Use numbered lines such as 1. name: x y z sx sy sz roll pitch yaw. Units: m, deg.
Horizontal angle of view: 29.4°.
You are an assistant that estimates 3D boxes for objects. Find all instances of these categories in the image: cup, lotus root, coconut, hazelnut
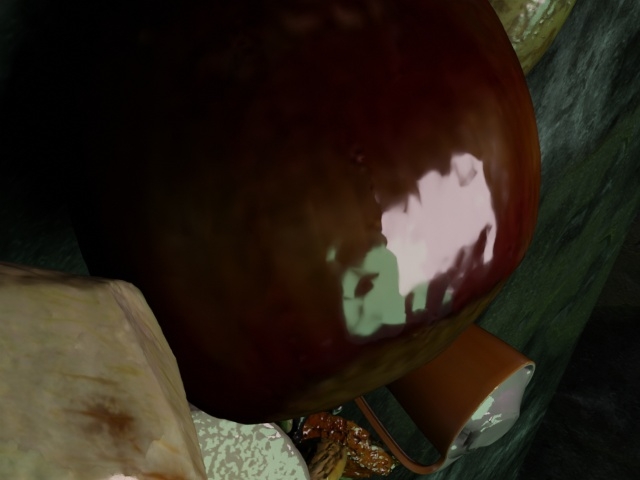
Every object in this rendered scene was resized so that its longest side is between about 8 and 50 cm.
1. cup: 0.148 0.189 1.711 0.226 0.264 0.182 -51 158 5
2. lotus root: 0.212 -0.278 1.432 0.173 0.173 0.309 -13 138 -61
3. coconut: -0.227 0.197 0.768 0.415 0.344 0.415 -17 127 -23
4. hazelnut: -0.011 -0.072 0.967 0.421 0.352 0.421 -14 113 -37

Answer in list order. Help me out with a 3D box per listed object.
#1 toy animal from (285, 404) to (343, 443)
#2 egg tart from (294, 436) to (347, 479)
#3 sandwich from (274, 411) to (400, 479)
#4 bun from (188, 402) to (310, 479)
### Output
1. toy animal: -0.021 0.176 1.573 0.225 0.094 0.121 -31 144 -46
2. egg tart: -0.071 0.367 1.531 0.291 0.107 0.291 -36 -173 5
3. sandwich: 0.010 0.281 1.726 0.235 0.159 0.079 30 62 -41
4. bun: -0.153 0.284 1.331 0.263 0.175 0.263 -4 100 -24
